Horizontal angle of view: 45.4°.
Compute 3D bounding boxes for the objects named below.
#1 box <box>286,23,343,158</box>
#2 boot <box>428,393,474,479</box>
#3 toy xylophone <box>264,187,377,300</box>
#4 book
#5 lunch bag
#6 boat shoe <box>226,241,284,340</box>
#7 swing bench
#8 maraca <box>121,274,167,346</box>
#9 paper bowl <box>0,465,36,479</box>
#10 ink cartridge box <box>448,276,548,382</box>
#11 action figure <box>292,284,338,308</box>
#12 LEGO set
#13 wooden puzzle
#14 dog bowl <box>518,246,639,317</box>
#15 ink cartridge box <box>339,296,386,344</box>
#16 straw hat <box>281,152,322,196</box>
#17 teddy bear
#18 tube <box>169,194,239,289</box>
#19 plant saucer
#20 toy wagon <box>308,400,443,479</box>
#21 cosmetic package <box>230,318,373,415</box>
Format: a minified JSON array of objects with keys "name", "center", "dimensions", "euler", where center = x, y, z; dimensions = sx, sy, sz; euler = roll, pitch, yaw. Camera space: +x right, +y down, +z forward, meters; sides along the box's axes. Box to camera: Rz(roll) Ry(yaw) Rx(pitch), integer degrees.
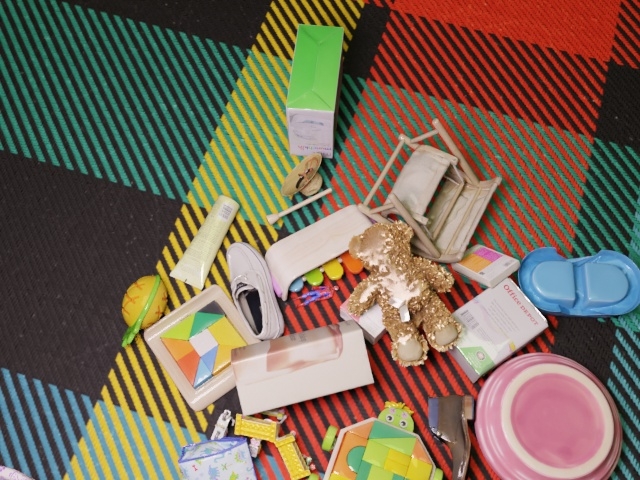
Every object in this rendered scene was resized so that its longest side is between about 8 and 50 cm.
[{"name":"box","center":[-0.015,-0.384,1.994],"dimensions":[0.126,0.231,0.262],"euler":[5,65,3]},{"name":"boot","center":[0.284,0.447,1.707],"dimensions":[0.106,0.082,0.219],"euler":[4,55,13]},{"name":"toy xylophone","center":[0.000,0.000,1.898],"dimensions":[0.322,0.081,0.236],"euler":[-20,55,-7]},{"name":"book","center":[0.398,0.058,1.853],"dimensions":[0.096,0.035,0.144],"euler":[-33,30,-17]},{"name":"lunch bag","center":[-0.217,0.498,1.645],"dimensions":[0.151,0.096,0.129],"euler":[-13,101,3]},{"name":"boat shoe","center":[-0.173,0.119,1.833],"dimensions":[0.096,0.088,0.268],"euler":[-28,69,22]},{"name":"swing bench","center":[0.274,-0.112,1.893],"dimensions":[0.254,0.165,0.253],"euler":[40,67,-18]},{"name":"maraca","center":[-0.424,0.164,1.810],"dimensions":[0.099,0.127,0.186],"euler":[27,62,-15]},{"name":"paper bowl","center":[-0.686,0.621,1.588],"dimensions":[0.284,0.148,0.284],"euler":[0,66,1]},{"name":"ink cartridge box","center":[0.400,0.208,1.798],"dimensions":[0.212,0.093,0.154],"euler":[-33,70,-12]},{"name":"action figure","center":[-0.010,0.133,1.871],"dimensions":[0.115,0.030,0.038],"euler":[-18,62,-10]},{"name":"LEGO set","center":[-0.094,0.453,1.708],"dimensions":[0.287,0.107,0.132],"euler":[31,104,9]},{"name":"wooden puzzle","center":[-0.270,0.248,1.811],"dimensions":[0.221,0.044,0.239],"euler":[-34,70,-14]},{"name":"dog bowl","center":[0.621,0.109,1.852],"dimensions":[0.297,0.074,0.166],"euler":[3,65,2]},{"name":"ink cartridge box","center":[0.154,0.139,1.845],"dimensions":[0.115,0.067,0.198],"euler":[40,72,17]},{"name":"straw hat","center":[-0.030,-0.152,1.979],"dimensions":[0.061,0.144,0.145],"euler":[42,66,-28]},{"name":"teddy bear","center":[0.189,0.123,1.764],"dimensions":[0.245,0.113,0.338],"euler":[-44,72,2]},{"name":"tube","center":[-0.284,0.001,1.921],"dimensions":[0.070,0.062,0.240],"euler":[3,62,51]},{"name":"plant saucer","center":[0.515,0.406,1.704],"dimensions":[0.331,0.084,0.332],"euler":[1,66,-3]},{"name":"toy wagon","center":[0.127,0.485,1.640],"dimensions":[0.267,0.068,0.344],"euler":[21,53,5]},{"name":"cosmetic package","center":[-0.045,0.281,1.719],"dimensions":[0.296,0.153,0.129],"euler":[-13,94,-7]}]
